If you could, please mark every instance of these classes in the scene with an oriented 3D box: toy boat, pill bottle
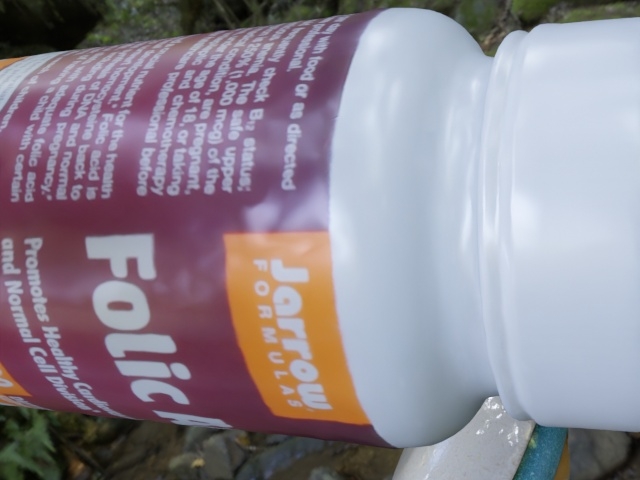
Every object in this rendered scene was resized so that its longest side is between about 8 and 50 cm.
[{"bbox_3d":[0.173,0.133,0.646,0.318,0.148,0.267,-64,-9,25],"label":"toy boat"},{"bbox_3d":[-0.021,-0.005,0.458,0.391,0.224,0.224,-1,35,25],"label":"pill bottle"}]
